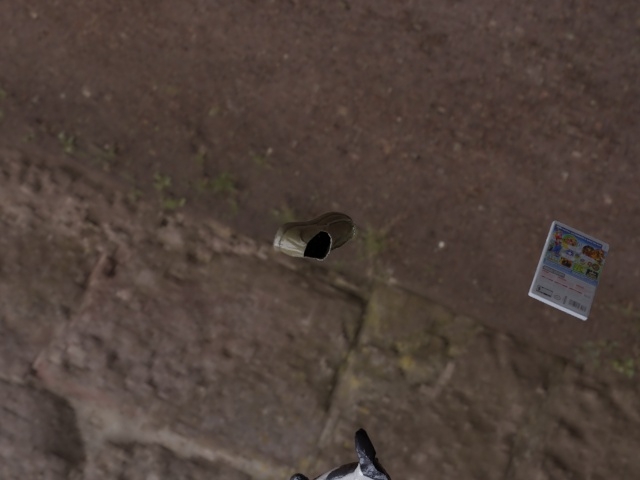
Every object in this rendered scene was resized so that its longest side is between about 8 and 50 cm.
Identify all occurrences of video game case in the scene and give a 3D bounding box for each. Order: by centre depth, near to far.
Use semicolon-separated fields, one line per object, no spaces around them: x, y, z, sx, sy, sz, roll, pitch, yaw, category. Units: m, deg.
0.345;0.040;1.677;0.087;0.122;0.011;24;155;-1;video game case

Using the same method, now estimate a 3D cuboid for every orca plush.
0.043;0.340;1.757;0.151;0.102;0.287;26;143;11;orca plush

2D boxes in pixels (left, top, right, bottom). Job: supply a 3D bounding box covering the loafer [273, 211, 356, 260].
0.000;0.000;1.604;0.050;0.148;0.056;36;122;31;loafer
